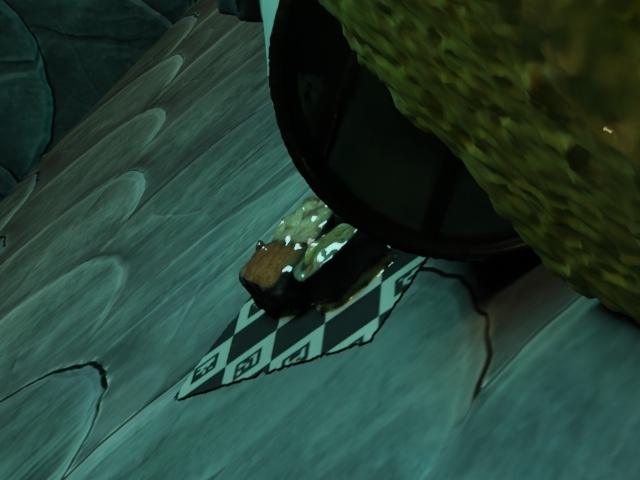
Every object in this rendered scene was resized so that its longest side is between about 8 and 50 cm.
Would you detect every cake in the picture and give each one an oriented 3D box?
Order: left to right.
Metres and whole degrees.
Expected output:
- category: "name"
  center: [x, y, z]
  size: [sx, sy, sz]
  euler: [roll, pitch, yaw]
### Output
- category: "cake"
  center: [0.181, -0.129, 0.661]
  size: [0.286, 0.222, 0.227]
  euler: [-43, 17, -8]

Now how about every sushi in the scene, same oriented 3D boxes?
- category: "sushi"
  center: [0.000, 0.000, 1.064]
  size: [0.231, 0.047, 0.220]
  euler: [-22, 25, 50]

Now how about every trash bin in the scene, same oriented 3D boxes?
- category: "trash bin"
  center: [0.074, -0.133, 0.916]
  size: [0.277, 0.217, 0.262]
  euler: [0, 21, -3]
